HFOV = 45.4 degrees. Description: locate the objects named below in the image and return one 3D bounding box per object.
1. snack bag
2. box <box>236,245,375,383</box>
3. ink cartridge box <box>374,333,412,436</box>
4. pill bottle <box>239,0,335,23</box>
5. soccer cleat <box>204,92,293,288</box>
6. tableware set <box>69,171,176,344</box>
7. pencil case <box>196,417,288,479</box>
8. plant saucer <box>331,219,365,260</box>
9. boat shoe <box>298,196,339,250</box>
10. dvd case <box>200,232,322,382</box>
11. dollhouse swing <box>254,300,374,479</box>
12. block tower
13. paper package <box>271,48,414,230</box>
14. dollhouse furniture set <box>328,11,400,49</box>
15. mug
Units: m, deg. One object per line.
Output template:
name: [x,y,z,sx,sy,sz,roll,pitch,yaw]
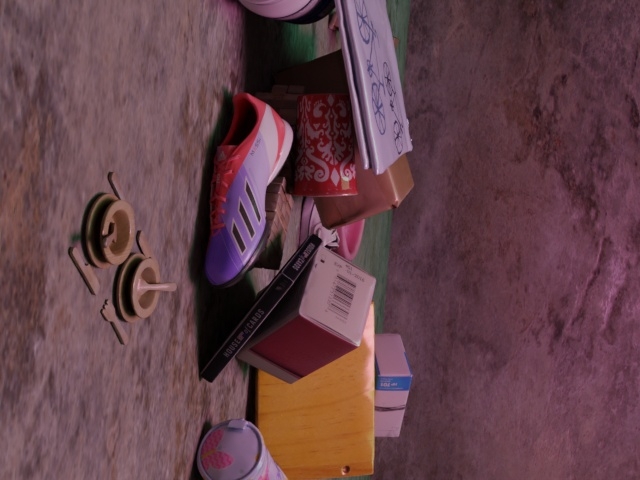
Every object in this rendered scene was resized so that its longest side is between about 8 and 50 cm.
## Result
snack bag: [0.097,-0.297,1.367,0.342,0.037,0.323,-40,120,-69]
box: [-0.027,0.137,1.354,0.232,0.127,0.148,-38,-153,49]
ink cartridge box: [0.143,0.326,1.719,0.139,0.082,0.190,-102,-163,-56]
pill bottle: [-0.059,-0.429,1.213,0.265,0.153,0.153,-40,133,-72]
soccer cleat: [-0.133,-0.081,1.188,0.116,0.109,0.318,42,54,-44]
tableware set: [-0.225,0.026,0.908,0.194,0.039,0.128,79,20,-50]
pencil case: [-0.124,0.406,1.319,0.124,0.114,0.273,-60,156,-25]
plant saucer: [0.057,-0.114,2.000,0.332,0.084,0.332,5,90,-78]
boat shoe: [0.000,0.000,1.775,0.096,0.088,0.267,54,43,-71]
dvd case: [-0.094,0.107,1.239,0.238,0.030,0.179,-52,-179,25]
dollhouse swing: [-0.019,0.301,1.650,0.305,0.315,0.346,174,-83,-71]
block tower: [-0.092,-0.107,1.327,0.097,0.091,0.335,70,29,-60]
paper package: [0.060,-0.218,1.574,0.309,0.168,0.324,-41,113,-73]
dollhouse furniture set: [0.071,-0.428,1.928,0.242,0.161,0.212,-66,172,16]
mug: [-0.005,-0.163,1.317,0.113,0.150,0.169,-7,99,-40]
